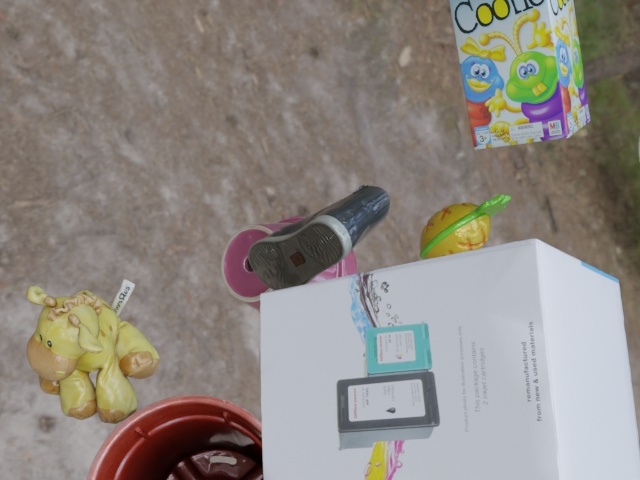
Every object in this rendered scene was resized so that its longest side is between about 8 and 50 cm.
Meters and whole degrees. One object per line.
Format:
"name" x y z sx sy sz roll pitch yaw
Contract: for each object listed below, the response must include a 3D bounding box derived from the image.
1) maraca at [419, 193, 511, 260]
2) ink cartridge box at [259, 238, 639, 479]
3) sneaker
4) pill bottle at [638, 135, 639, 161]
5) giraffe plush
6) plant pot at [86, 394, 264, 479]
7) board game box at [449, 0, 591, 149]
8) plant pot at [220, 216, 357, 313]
"maraca" 0.248 -0.022 1.603 0.099 0.186 0.127 56 22 12
"ink cartridge box" 0.110 0.132 0.812 0.198 0.270 0.197 18 65 -52
"sneaker" 0.000 0.000 1.240 0.118 0.222 0.083 -35 99 -38
"pill bottle" 0.770 -0.182 1.644 0.210 0.363 0.210 18 64 -40
"giraffe plush" -0.331 0.141 1.282 0.170 0.181 0.210 45 53 -73
"plant pot" -0.166 0.377 1.313 0.265 0.272 0.272 85 1 -70
"board game box" 0.286 -0.285 1.336 0.144 0.142 0.275 -32 113 -57
"plant pot" -0.065 0.050 1.579 0.180 0.201 0.201 15 63 -58
